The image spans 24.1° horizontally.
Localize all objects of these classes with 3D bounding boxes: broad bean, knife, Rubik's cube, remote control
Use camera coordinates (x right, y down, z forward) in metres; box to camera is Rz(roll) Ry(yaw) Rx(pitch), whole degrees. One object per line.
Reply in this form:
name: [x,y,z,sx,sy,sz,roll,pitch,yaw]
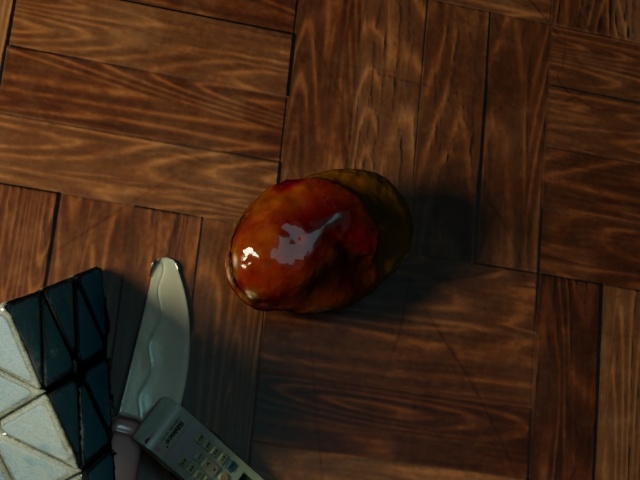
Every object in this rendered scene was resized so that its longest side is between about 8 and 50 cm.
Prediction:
broad bean: [0.001,0.001,1.696,0.228,0.122,0.156,-16,77,-16]
knife: [-0.191,0.175,1.639,0.081,0.043,0.336,22,68,-15]
Rubik's cube: [-0.308,0.147,1.542,0.233,0.229,0.228,16,100,-40]
remote control: [-0.127,0.243,1.628,0.166,0.029,0.065,44,62,-16]
